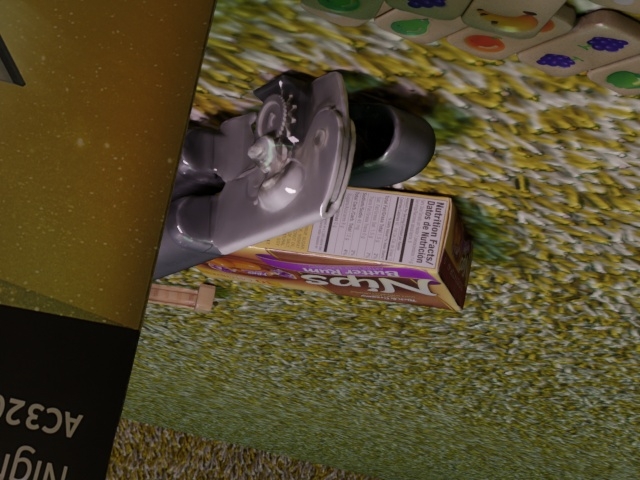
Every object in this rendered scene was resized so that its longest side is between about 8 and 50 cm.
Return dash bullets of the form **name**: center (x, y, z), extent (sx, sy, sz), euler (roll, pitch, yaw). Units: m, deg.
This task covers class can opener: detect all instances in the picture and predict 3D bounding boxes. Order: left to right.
- **can opener**: center (-0.048, -0.020, 0.719), extent (0.095, 0.076, 0.283), euler (12, 163, -31)

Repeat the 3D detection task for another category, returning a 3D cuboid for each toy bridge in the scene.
- **toy bridge**: center (-0.188, 0.040, 1.208), extent (0.188, 0.026, 0.063), euler (13, 169, -8)

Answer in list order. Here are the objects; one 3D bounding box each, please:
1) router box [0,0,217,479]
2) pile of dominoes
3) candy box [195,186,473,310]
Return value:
- **router box**: center (-0.176, -0.069, 0.312), extent (0.309, 0.243, 0.081), euler (21, 163, -37)
- **pile of dominoes**: center (0.119, -0.078, 0.461), extent (0.251, 0.040, 0.196), euler (13, 166, -6)
- **candy box**: center (0.000, 0.000, 0.843), extent (0.187, 0.053, 0.109), euler (9, 166, 16)
